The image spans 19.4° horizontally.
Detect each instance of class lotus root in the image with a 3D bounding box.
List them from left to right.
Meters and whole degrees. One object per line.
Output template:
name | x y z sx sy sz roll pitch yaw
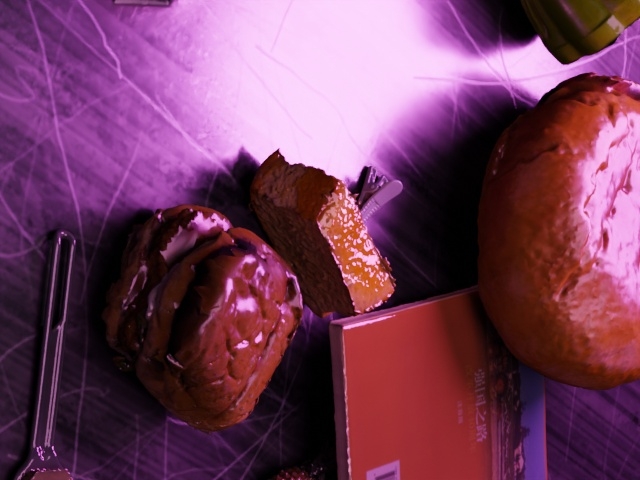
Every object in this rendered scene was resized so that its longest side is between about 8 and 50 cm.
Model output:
lotus root | 0.271 -0.312 2.052 0.186 0.186 0.186 -7 100 -43

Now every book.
book | 0.137 0.189 2.027 0.374 0.028 0.263 -11 99 -51

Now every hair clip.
hair clip | 0.045 -0.022 1.940 0.030 0.039 0.115 39 71 -34

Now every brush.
brush | -0.241 0.123 1.687 0.062 0.027 0.266 4 93 -45

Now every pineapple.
pineapple | -0.009 0.244 1.913 0.124 0.058 0.058 -31 116 -42

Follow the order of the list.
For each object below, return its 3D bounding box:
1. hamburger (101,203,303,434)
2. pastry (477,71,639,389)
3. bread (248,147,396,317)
hamburger | -0.100 0.074 1.751 0.206 0.130 0.183 42 69 -41
pastry | 0.305 -0.006 2.087 0.356 0.163 0.356 -1 91 -51
bread | 0.000 0.000 1.854 0.065 0.103 0.187 -43 127 -29
